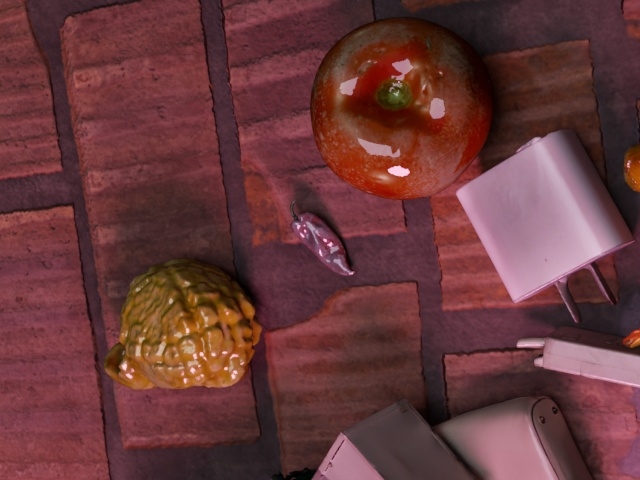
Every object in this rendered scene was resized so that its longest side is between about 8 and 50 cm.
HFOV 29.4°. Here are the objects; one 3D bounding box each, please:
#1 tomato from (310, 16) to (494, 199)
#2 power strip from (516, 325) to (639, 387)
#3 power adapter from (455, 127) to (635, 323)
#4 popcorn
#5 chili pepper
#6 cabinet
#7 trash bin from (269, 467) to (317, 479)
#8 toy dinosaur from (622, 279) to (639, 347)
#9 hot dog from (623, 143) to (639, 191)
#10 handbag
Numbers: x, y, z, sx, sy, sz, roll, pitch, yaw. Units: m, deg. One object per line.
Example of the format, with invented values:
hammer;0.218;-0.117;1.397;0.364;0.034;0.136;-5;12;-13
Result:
tomato;0.121;-0.189;1.798;0.270;0.222;0.270;-1;80;8
power strip;0.416;0.169;1.748;0.288;0.093;0.053;11;103;26
power adapter;0.337;-0.008;1.756;0.187;0.124;0.255;-33;81;28
popcorn;-0.235;0.139;2.057;0.286;0.173;0.225;-6;77;39
chili pepper;0.000;-0.001;1.983;0.153;0.041;0.050;44;135;0
cabinet;0.121;0.376;1.835;0.206;0.150;0.145;48;134;23
trash bin;-0.063;0.580;1.963;0.259;0.295;0.381;38;101;20
toy dinosaur;0.514;0.034;1.695;0.288;0.070;0.117;-48;55;11
hot dog;0.552;-0.117;1.662;0.289;0.068;0.083;-10;97;27
handbag;0.249;0.377;1.856;0.315;0.109;0.241;-29;80;31
